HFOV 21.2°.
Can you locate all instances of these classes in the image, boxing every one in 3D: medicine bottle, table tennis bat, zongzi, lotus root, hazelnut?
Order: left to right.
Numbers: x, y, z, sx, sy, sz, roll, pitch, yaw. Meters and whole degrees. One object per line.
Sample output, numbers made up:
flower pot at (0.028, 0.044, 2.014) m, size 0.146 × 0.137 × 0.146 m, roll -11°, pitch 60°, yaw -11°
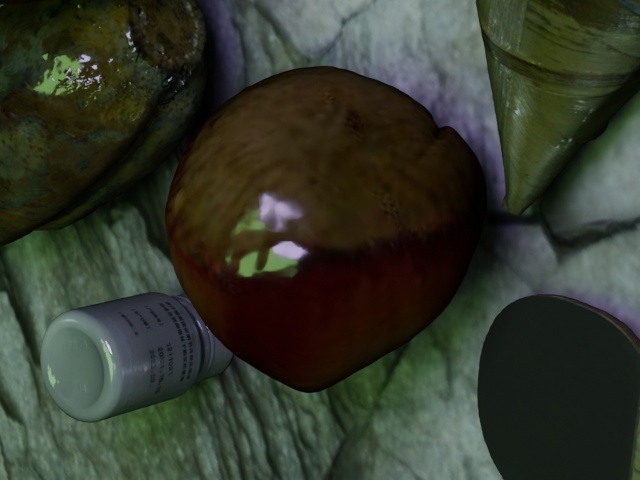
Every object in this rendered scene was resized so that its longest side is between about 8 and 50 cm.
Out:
lotus root at (-0.196, -0.098, 1.231) m, size 0.275 × 0.152 × 0.160 m, roll -32°, pitch 68°, yaw 37°
medicine bottle at (-0.128, 0.078, 1.218) m, size 0.080 × 0.130 × 0.080 m, roll 8°, pitch 103°, yaw 37°
hazelnut at (0.000, 0.000, 1.072) m, size 0.208 × 0.208 × 0.208 m, roll 8°, pitch 103°, yaw 38°
zongzi at (0.112, -0.183, 0.992) m, size 0.251 × 0.125 × 0.274 m, roll 57°, pitch 141°, yaw 22°
table tennis bat at (0.173, 0.114, 1.008) m, size 0.246 × 0.022 × 0.138 m, roll 22°, pitch 112°, yaw 52°

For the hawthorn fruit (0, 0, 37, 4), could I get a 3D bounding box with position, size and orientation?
hawthorn fruit at (-0.227, -0.357, 1.086) m, size 0.403 × 0.403 × 0.402 m, roll 8°, pitch 103°, yaw 38°
